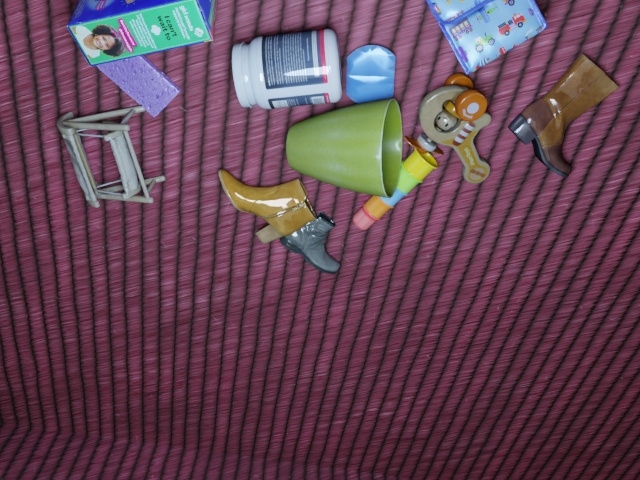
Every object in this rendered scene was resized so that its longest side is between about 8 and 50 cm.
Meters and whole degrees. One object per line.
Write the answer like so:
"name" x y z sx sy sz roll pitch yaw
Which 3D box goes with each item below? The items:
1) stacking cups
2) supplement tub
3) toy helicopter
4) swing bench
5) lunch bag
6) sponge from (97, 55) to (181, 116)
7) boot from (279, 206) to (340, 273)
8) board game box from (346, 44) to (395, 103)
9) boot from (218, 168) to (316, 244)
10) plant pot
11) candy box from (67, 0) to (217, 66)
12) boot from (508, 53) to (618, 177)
"stacking cups" 0.225 -0.147 1.736 0.096 0.096 0.316 32 119 -18
"supplement tub" -0.083 -0.453 1.489 0.272 0.191 0.191 -4 123 5
"toy helicopter" 0.390 -0.287 1.622 0.235 0.140 0.355 -29 129 14
"swing bench" -0.633 -0.246 1.664 0.255 0.165 0.253 -4 124 6
"lunch bag" 0.400 -0.614 1.422 0.221 0.138 0.293 -29 106 21
"sponge" -0.518 -0.464 1.595 0.117 0.031 0.210 -38 114 23
"boot" 0.000 0.000 1.857 0.247 0.083 0.161 33 113 -20
"board game box" 0.141 -0.465 1.570 0.133 0.033 0.168 3 119 6
"boot" -0.161 -0.146 1.753 0.211 0.104 0.295 -31 107 12
"plant pot" 0.063 -0.264 1.593 0.294 0.274 0.274 4 125 19
"candy box" -0.419 -0.579 1.368 0.317 0.268 0.122 -10 140 9
"boot" 0.726 -0.349 1.610 0.264 0.096 0.280 41 109 -14
